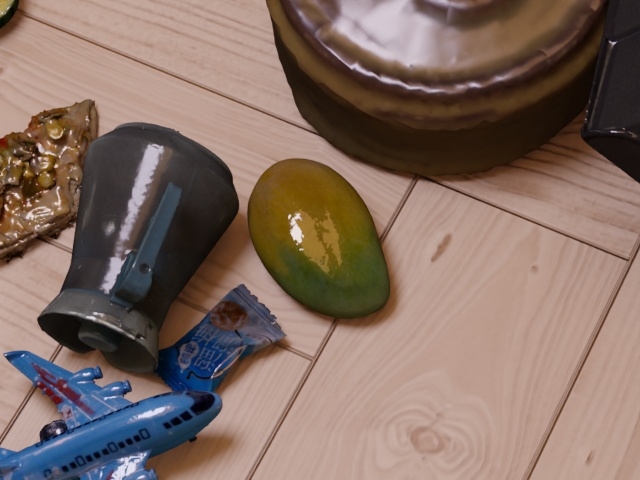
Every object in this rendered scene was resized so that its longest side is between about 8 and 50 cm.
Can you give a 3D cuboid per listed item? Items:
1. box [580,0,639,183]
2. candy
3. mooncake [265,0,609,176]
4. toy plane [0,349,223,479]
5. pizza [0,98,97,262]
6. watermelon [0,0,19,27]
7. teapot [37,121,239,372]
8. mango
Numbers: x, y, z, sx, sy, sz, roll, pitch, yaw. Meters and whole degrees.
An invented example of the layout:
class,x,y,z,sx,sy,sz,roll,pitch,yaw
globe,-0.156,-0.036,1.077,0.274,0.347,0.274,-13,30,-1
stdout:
class,x,y,z,sx,sy,sz,roll,pitch,yaw
box,0.460,-0.139,1.634,0.345,0.204,0.251,32,58,-26
candy,-0.105,0.110,1.728,0.136,0.038,0.088,-38,54,-18
mooncake,0.137,-0.276,1.811,0.394,0.246,0.393,-9,67,2
toy plane,-0.224,0.208,1.641,0.271,0.105,0.254,-16,62,-6
pizza,-0.324,-0.071,1.823,0.226,0.069,0.147,-29,61,-11
watermelon,-0.400,-0.281,1.944,0.105,0.062,0.105,-1,69,1
teapot,-0.185,0.005,1.701,0.171,0.203,0.225,24,67,-12
mango,0.000,0.000,1.754,0.130,0.092,0.195,-38,74,-18
